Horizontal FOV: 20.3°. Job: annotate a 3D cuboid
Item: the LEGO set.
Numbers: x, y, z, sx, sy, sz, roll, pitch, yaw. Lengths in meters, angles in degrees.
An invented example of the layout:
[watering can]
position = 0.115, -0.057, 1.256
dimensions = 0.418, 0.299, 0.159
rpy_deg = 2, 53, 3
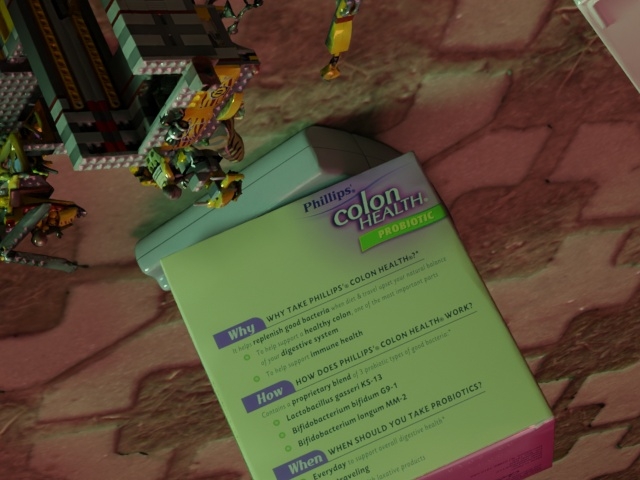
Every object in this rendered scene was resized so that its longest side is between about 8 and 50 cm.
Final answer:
[LEGO set]
position = -0.092, -0.084, 1.065
dimensions = 0.255, 0.192, 0.331
rpy_deg = 1, 145, -44

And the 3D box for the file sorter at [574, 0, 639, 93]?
[file sorter]
position = 0.243, -0.216, 1.145
dimensions = 0.193, 0.173, 0.278
rpy_deg = -33, 155, 12

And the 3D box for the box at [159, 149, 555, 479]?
[box]
position = 0.027, 0.093, 1.342
dimensions = 0.214, 0.243, 0.117
rpy_deg = -24, 155, -5

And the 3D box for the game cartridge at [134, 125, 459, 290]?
[game cartridge]
position = 0.000, 0.000, 1.486
dimensions = 0.198, 0.062, 0.297
rpy_deg = -36, 153, 13
